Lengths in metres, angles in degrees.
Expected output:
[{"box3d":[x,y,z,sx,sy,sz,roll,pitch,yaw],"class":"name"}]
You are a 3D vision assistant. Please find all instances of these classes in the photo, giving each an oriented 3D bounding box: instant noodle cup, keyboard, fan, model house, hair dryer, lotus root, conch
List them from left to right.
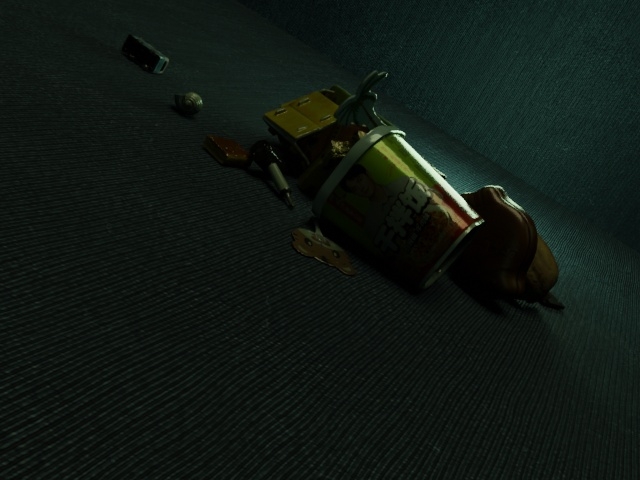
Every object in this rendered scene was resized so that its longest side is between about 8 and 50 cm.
[{"box3d":[-0.338,-0.349,1.965,0.076,0.056,0.085,11,0,3],"class":"conch"},{"box3d":[-0.097,-0.141,1.802,0.100,0.057,0.197,44,16,-55],"class":"hair dryer"},{"box3d":[0.000,0.000,1.661,0.152,0.008,0.226,24,22,-17],"class":"fan"},{"box3d":[0.010,-0.343,2.028,0.323,0.340,0.300,2,33,-46],"class":"model house"},{"box3d":[0.187,-0.063,1.739,0.308,0.294,0.294,42,22,13],"class":"instant noodle cup"},{"box3d":[0.580,0.096,2.214,0.101,0.018,0.310,18,23,-34],"class":"keyboard"},{"box3d":[0.518,0.061,1.970,0.257,0.154,0.140,61,12,-10],"class":"lotus root"}]

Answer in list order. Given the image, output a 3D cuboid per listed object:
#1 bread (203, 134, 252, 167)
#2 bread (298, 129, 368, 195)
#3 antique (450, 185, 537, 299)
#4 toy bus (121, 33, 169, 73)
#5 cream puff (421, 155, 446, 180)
[{"box3d":[-0.219,-0.209,1.821,0.090,0.035,0.094,42,23,29],"class":"bread"},{"box3d":[0.037,-0.186,1.856,0.088,0.226,0.049,23,48,-21],"class":"bread"},{"box3d":[0.418,0.009,1.871,0.129,0.223,0.278,2,70,-52],"class":"antique"},{"box3d":[-0.490,-0.522,2.161,0.123,0.060,0.075,38,17,15],"class":"toy bus"},{"box3d":[0.248,-0.106,1.985,0.155,0.241,0.269,-15,25,0],"class":"cream puff"}]
